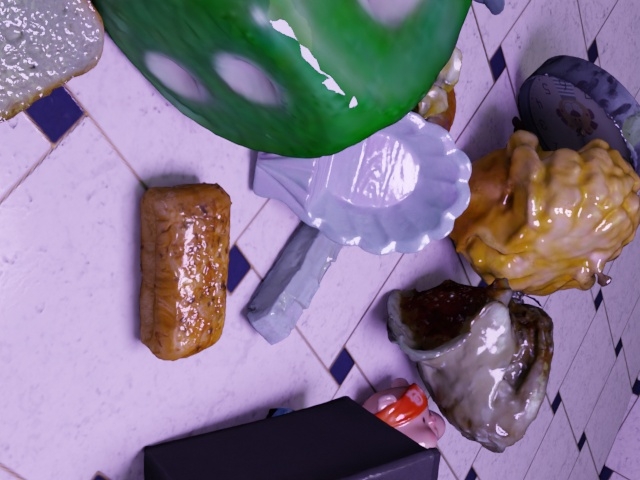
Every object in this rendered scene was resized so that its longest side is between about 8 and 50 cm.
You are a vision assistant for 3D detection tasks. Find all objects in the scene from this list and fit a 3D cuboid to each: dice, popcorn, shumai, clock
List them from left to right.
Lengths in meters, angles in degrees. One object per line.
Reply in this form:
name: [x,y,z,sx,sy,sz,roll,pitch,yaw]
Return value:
dice: [-0.039,-0.278,0.771,0.287,0.300,0.297,42,70,-44]
popcorn: [0.111,-0.258,1.057,0.187,0.167,0.186,-41,124,-41]
shumai: [0.226,0.185,1.316,0.288,0.330,0.292,19,92,-12]
popcorn: [0.404,-0.075,1.376,0.349,0.348,0.382,46,28,-46]
clock: [0.513,-0.215,1.450,0.061,0.312,0.313,-37,131,-10]

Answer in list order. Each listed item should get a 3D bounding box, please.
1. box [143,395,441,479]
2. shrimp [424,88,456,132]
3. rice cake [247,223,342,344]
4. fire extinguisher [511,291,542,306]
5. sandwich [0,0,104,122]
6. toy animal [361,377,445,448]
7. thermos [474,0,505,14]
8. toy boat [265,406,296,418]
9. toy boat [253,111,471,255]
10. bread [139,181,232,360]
box: [-0.044,0.385,0.977,0.345,0.204,0.251,-5,105,-33]
shrimp: [0.155,-0.186,1.219,0.150,0.068,0.249,37,67,-36]
rice cake: [0.000,0.000,1.087,0.066,0.063,0.336,49,65,-37]
fire extinguisher: [0.397,0.245,1.589,0.135,0.114,0.338,15,89,-30]
sandwich: [-0.302,-0.221,0.653,0.186,0.065,0.215,-42,131,-35]
toy animal: [0.130,0.340,1.277,0.171,0.171,0.198,-2,107,-50]
thermos: [0.198,-0.466,1.132,0.286,0.145,0.182,14,58,-53]
toy boat: [-0.052,0.312,1.119,0.060,0.060,0.137,-17,113,-46]
toy boat: [0.056,-0.091,1.015,0.290,0.100,0.200,12,105,-9]
bread: [-0.161,0.035,0.891,0.114,0.083,0.211,-15,114,-51]
